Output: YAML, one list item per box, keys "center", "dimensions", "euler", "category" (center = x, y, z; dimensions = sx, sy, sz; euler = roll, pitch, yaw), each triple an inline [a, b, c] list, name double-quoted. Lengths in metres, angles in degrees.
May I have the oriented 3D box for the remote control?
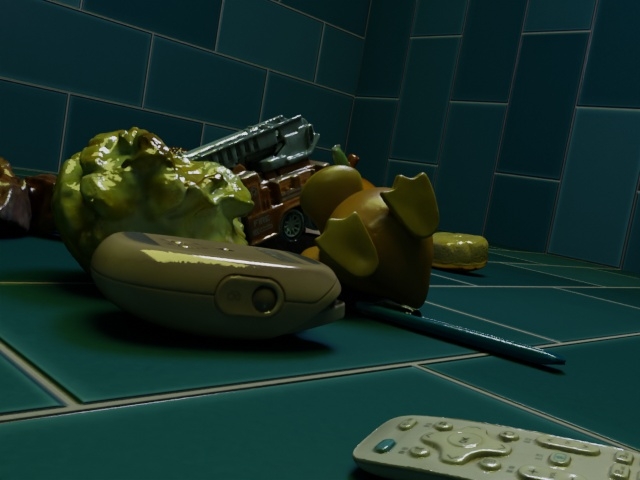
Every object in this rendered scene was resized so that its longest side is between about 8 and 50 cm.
- center: [0.129, 0.132, 0.342]
  dimensions: [0.229, 0.044, 0.073]
  euler: [3, 11, 29]
  category: "remote control"

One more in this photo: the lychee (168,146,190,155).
- center: [-0.321, -0.119, 1.531]
  dimensions: [0.195, 0.194, 0.194]
  euler: [10, 5, -1]
  category: "lychee"

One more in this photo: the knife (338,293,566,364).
- center: [0.141, 0.100, 0.787]
  dimensions: [0.297, 0.026, 0.044]
  euler: [12, -6, 32]
  category: "knife"

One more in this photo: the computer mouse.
- center: [-0.096, 0.045, 0.630]
  dimensions: [0.237, 0.081, 0.145]
  euler: [9, 4, -30]
  category: "computer mouse"

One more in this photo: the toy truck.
- center: [-0.133, -0.075, 1.027]
  dimensions: [0.133, 0.184, 0.338]
  euler: [14, 29, 43]
  category: "toy truck"

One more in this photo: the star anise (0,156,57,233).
- center: [-0.495, -0.073, 1.062]
  dimensions: [0.293, 0.108, 0.350]
  euler: [13, 3, -25]
  category: "star anise"

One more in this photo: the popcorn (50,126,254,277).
- center: [-0.191, -0.028, 0.761]
  dimensions: [0.221, 0.183, 0.204]
  euler: [22, 10, -33]
  category: "popcorn"

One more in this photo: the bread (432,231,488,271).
- center: [0.310, 0.030, 1.560]
  dimensions: [0.156, 0.086, 0.125]
  euler: [9, 14, 38]
  category: "bread"

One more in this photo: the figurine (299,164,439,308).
- center: [0.064, 0.004, 0.901]
  dimensions: [0.215, 0.215, 0.228]
  euler: [8, 13, -23]
  category: "figurine"

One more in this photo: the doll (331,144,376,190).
- center: [0.049, -0.078, 1.393]
  dimensions: [0.214, 0.235, 0.213]
  euler: [13, 10, -2]
  category: "doll"

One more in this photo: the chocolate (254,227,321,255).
- center: [0.000, 0.000, 1.211]
  dimensions: [0.304, 0.100, 0.185]
  euler: [7, 16, 18]
  category: "chocolate"
